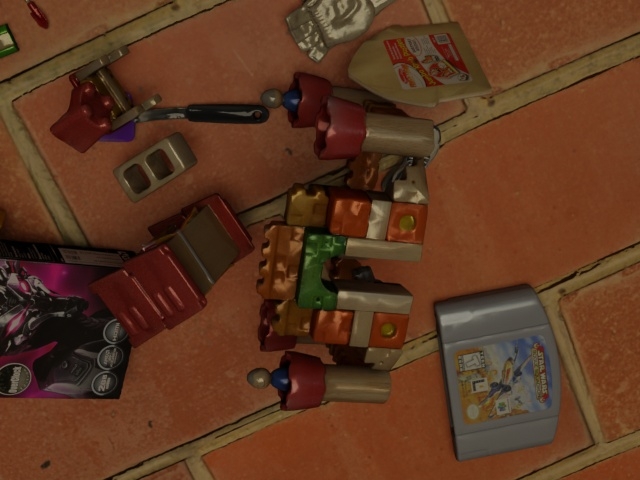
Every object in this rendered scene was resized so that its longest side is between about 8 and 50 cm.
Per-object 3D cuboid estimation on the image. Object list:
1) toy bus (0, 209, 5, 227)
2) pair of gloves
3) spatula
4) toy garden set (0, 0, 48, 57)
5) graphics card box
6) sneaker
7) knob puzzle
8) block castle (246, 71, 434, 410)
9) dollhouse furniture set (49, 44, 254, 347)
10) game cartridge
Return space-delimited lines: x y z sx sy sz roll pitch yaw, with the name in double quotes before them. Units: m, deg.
"toy bus" -0.579 -0.041 1.436 0.190 0.104 0.202 -13 112 -7
"pair of gloves" -0.003 -0.408 1.411 0.204 0.042 0.240 -40 108 4
"spatula" -0.226 -0.193 1.460 0.296 0.030 0.084 -2 113 -5
"toy garden set" -0.496 -0.383 1.367 0.203 0.049 0.244 -22 108 2
"graphics card box" -0.464 0.119 1.437 0.370 0.094 0.233 7 107 -32
"sneaker" 0.150 -0.119 1.504 0.052 0.058 0.135 30 102 -13
"knob puzzle" 0.134 -0.252 1.408 0.213 0.213 0.030 -4 138 -4
"block castle" 0.000 0.000 1.403 0.212 0.303 0.454 5 107 -13
"dollhouse furniture set" -0.277 -0.066 1.377 0.152 0.201 0.374 -27 102 29
"game cartridge" 0.308 0.228 1.630 0.198 0.062 0.297 -10 108 2
